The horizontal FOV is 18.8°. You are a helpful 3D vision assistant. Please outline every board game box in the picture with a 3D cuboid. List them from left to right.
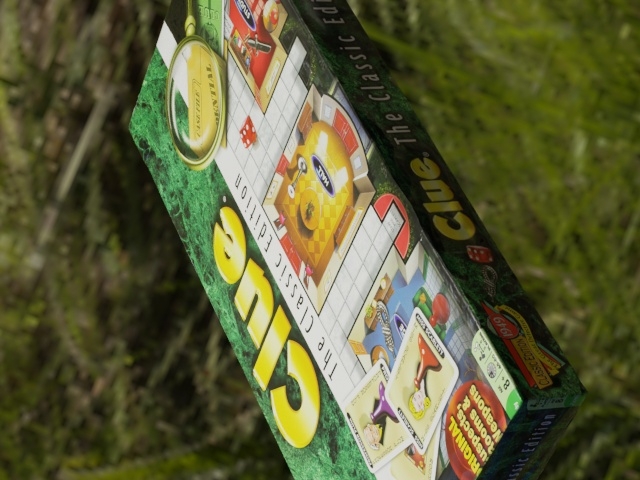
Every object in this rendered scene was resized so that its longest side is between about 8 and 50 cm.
[{"bbox_3d":[0.000,0.000,0.690,0.030,0.136,0.260,-7,-131,-27],"label":"board game box"}]
